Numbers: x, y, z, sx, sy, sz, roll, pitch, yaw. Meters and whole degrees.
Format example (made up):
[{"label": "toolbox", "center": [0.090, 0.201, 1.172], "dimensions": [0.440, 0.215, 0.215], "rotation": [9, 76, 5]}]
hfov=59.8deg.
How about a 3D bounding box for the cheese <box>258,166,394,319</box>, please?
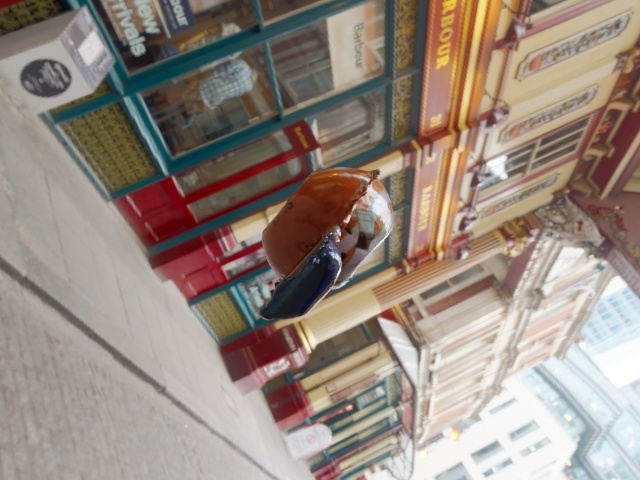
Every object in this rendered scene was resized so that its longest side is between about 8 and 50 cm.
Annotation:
[{"label": "cheese", "center": [0.000, 0.000, 0.691], "dimensions": [0.129, 0.217, 0.329], "rotation": [39, 18, -4]}]
